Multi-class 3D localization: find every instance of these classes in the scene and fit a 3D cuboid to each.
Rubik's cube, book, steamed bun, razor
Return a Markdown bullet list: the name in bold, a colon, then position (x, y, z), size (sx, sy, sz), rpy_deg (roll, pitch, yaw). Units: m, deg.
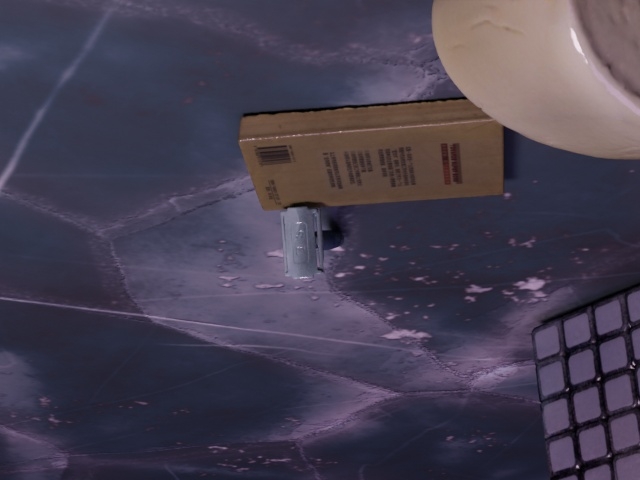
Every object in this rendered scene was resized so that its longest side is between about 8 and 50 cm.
- **Rubik's cube**: position (0.404, 0.192, 1.807), size (0.237, 0.238, 0.237), rpy_deg (20, 147, -41)
- **book**: position (0.050, -0.075, 1.450), size (0.231, 0.026, 0.161), rpy_deg (-3, 157, 5)
- **steamed bun**: position (0.213, -0.134, 1.131), size (0.250, 0.155, 0.200), rpy_deg (9, 172, -29)
- **razor**: position (0.000, 0.000, 1.565), size (0.040, 0.068, 0.135), rpy_deg (-3, -179, 17)
